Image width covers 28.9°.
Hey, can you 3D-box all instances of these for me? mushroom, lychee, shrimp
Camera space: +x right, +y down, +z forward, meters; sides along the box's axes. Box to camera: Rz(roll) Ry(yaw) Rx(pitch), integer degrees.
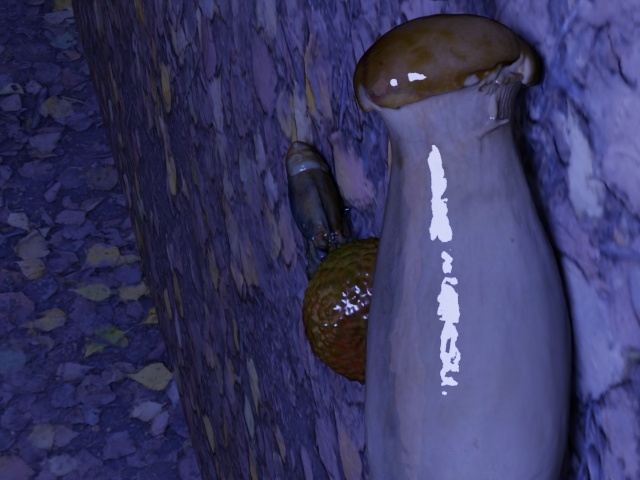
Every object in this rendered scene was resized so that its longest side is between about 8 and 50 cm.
[{"bbox_3d":[0.083,0.044,0.729,0.128,0.128,0.350,-153,56,-72],"label":"mushroom"},{"bbox_3d":[0.043,0.053,0.925,0.146,0.114,0.114,-85,-7,-64],"label":"lychee"},{"bbox_3d":[0.000,0.000,1.179,0.217,0.051,0.150,-108,11,-53],"label":"shrimp"}]
